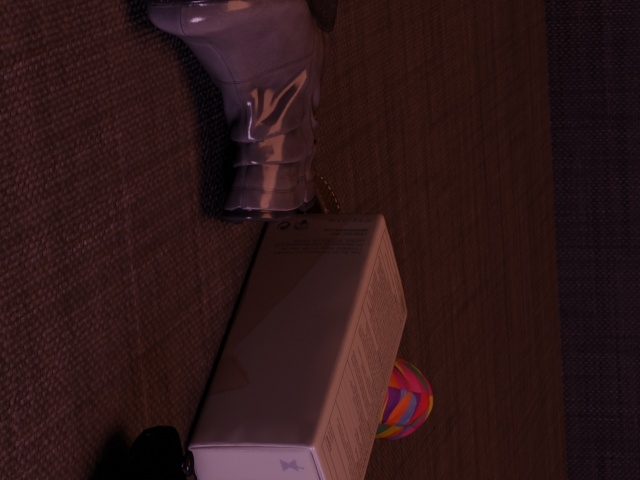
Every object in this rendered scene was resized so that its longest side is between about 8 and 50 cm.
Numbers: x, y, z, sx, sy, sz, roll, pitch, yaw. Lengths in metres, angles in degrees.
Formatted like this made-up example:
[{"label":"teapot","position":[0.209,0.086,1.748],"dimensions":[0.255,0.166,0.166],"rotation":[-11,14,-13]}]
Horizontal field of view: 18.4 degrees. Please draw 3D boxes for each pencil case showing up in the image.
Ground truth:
[{"label":"pencil case","position":[0.045,0.161,2.085],"dimensions":[0.236,0.104,0.104],"rotation":[28,63,-73]}]

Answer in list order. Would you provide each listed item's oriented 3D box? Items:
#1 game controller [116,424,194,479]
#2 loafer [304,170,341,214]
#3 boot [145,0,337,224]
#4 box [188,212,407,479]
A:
[{"label":"game controller","position":[-0.133,0.291,1.490],"dimensions":[0.319,0.067,0.166],"rotation":[-82,161,-53]},{"label":"loafer","position":[0.000,0.000,2.019],"dimensions":[0.056,0.050,0.148],"rotation":[-42,114,-72]},{"label":"boot","position":[-0.058,-0.120,1.733],"dimensions":[0.338,0.118,0.223],"rotation":[-5,99,-68]},{"label":"box","position":[-0.014,0.127,1.845],"dimensions":[0.311,0.121,0.148],"rotation":[-71,154,-47]}]
